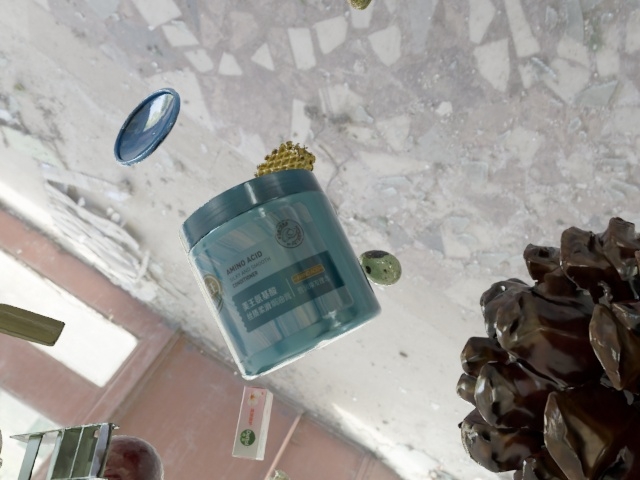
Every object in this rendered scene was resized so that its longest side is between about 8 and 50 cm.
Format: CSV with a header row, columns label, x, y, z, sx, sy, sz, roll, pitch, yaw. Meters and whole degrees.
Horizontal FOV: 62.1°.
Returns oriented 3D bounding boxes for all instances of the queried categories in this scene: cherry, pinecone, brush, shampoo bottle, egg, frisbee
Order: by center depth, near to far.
label,x,y,z,sx,sy,sz,roll,pitch,yaw
pinecone,0.241,0.132,0.413,0.298,0.242,0.296,55,160,1
brush,-0.615,0.137,0.976,0.283,0.054,0.048,17,144,-2
shampoo bottle,-0.083,0.077,1.137,0.331,0.331,0.342,-40,73,52
egg,0.143,0.064,1.282,0.110,0.085,0.085,35,144,8
cherry,-0.484,0.596,1.286,0.203,0.230,0.300,-1,156,-10
frisbee,-0.443,-0.290,1.380,0.242,0.242,0.045,-3,153,38

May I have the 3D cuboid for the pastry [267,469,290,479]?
label,x,y,z,sx,sy,sz,roll,pitch,yaw
pastry,-0.111,0.668,1.196,0.089,0.258,0.121,14,174,1

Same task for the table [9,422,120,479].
label,x,y,z,sx,sy,sz,roll,pitch,yaw
table,-0.318,0.308,0.643,0.175,0.146,0.062,-12,144,19

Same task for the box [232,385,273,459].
label,x,y,z,sx,sy,sz,roll,pitch,yaw
box,-0.123,0.339,0.985,0.043,0.125,0.089,5,159,6

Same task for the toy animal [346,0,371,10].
label,x,y,z,sx,sy,sz,roll,pitch,yaw
toy animal,0.067,-0.558,1.146,0.073,0.136,0.181,41,-178,42

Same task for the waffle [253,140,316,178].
label,x,y,z,sx,sy,sz,roll,pitch,yaw
waffle,-0.099,-0.180,1.456,0.070,0.197,0.193,36,180,-43

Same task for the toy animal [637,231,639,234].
label,x,y,z,sx,sy,sz,roll,pitch,yaw
toy animal,0.449,0.026,0.747,0.219,0.103,0.101,5,146,-45

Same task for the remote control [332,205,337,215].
label,x,y,z,sx,sy,sz,roll,pitch,yaw
remote control,-0.001,0.000,1.627,0.098,0.256,0.045,3,151,19

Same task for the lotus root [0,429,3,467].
label,x,y,z,sx,sy,sz,roll,pitch,yaw
lotus root,-0.822,0.440,1.157,0.260,0.149,0.267,24,176,16
